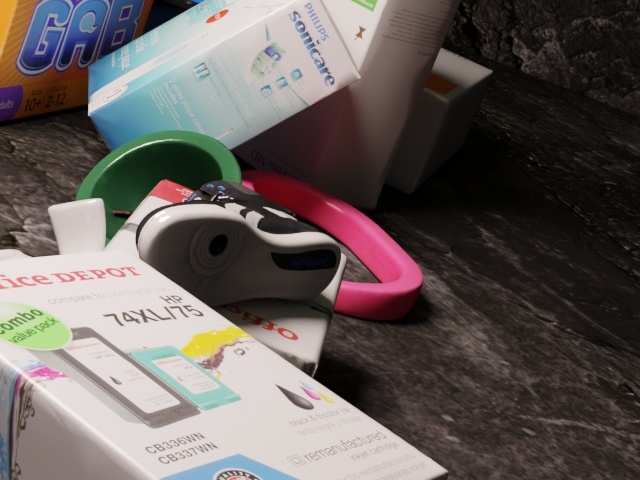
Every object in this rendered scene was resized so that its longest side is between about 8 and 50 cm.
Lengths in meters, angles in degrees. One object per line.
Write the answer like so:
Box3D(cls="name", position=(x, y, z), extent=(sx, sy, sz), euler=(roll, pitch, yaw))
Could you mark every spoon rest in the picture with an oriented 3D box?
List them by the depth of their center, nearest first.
Box3D(cls="spoon rest", position=(-0.245, 0.038, 1.123), extent=(0.137, 0.084, 0.276), euler=(-9, 14, 16))

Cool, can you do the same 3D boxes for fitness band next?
Box3D(cls="fitness band", position=(0.000, 0.000, 1.580), extent=(0.209, 0.054, 0.291), euler=(11, 22, -32))

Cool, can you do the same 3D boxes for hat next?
Box3D(cls="hat", position=(-0.149, -0.002, 1.459), extent=(0.173, 0.183, 0.208), euler=(33, 63, 30))

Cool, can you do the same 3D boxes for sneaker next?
Box3D(cls="sneaker", position=(-0.093, -0.005, 1.093), extent=(0.121, 0.079, 0.217), euler=(34, 14, 37))

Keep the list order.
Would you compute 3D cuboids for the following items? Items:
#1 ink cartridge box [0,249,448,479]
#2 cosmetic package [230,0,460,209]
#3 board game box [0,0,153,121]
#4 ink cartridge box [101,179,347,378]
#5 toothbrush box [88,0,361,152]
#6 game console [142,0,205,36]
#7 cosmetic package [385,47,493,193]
Box3D(cls="ink cartridge box", position=(-0.114, 0.156, 0.765), extent=(0.270, 0.197, 0.198), euler=(32, 20, 28))
Box3D(cls="cosmetic package", position=(0.034, -0.246, 1.814), extent=(0.155, 0.365, 0.197), euler=(4, 23, -48))
Box3D(cls="board game box", position=(-0.428, -0.393, 1.704), extent=(0.356, 0.356, 0.356), euler=(27, 19, 13))
Box3D(cls="ink cartridge box", position=(-0.096, 0.064, 1.182), extent=(0.197, 0.114, 0.273), euler=(23, 18, -1))
Box3D(cls="toothbrush box", position=(-0.121, -0.202, 1.618), extent=(0.126, 0.295, 0.216), euler=(61, 4, -24))
Box3D(cls="game console", position=(-0.159, -0.284, 1.976), extent=(0.250, 0.173, 0.293), euler=(25, 18, 24))
Box3D(cls="cosmetic package", position=(0.120, -0.228, 2.198), extent=(0.230, 0.161, 0.453), euler=(25, 18, 8))
